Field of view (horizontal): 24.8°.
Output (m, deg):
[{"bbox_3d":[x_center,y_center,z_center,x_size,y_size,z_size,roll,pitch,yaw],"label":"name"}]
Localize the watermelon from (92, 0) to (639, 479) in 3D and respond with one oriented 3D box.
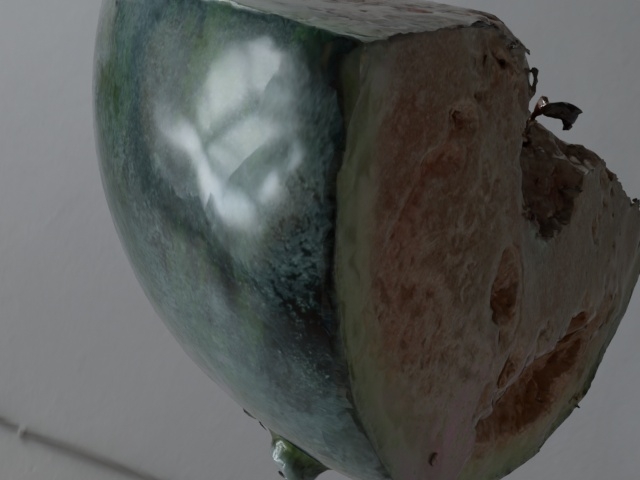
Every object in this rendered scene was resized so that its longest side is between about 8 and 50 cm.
[{"bbox_3d":[-0.002,0.006,0.575,0.188,0.322,0.175,13,-104,32],"label":"watermelon"}]
